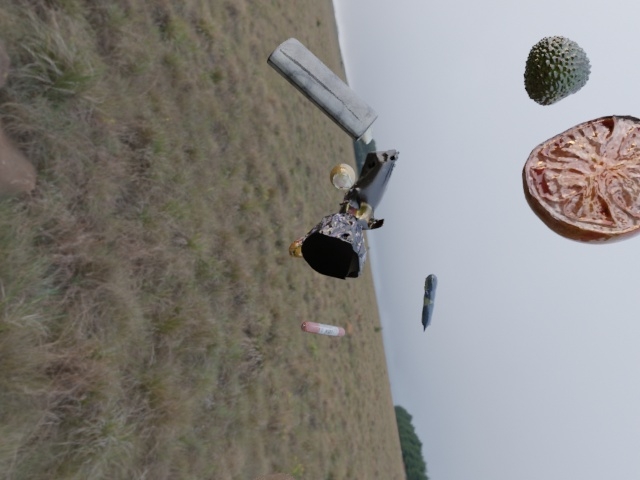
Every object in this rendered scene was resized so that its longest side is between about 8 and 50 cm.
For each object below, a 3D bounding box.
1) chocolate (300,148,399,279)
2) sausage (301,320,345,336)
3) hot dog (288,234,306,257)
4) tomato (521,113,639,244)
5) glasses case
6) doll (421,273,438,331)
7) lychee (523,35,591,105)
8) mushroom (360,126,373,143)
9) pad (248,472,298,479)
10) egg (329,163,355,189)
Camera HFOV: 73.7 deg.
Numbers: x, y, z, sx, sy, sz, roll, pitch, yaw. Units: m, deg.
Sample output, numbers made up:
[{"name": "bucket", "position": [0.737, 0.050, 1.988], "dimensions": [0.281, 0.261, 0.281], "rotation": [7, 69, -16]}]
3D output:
[{"name": "chocolate", "position": [0.040, -0.029, 0.431], "dimensions": [0.070, 0.072, 0.147], "rotation": [47, 53, -10]}, {"name": "sausage", "position": [0.011, 0.245, 1.177], "dimensions": [0.223, 0.029, 0.029], "rotation": [26, 51, -54]}, {"name": "hot dog", "position": [0.000, -0.002, 0.854], "dimensions": [0.062, 0.144, 0.038], "rotation": [-9, -79, 56]}, {"name": "tomato", "position": [0.472, -0.097, 0.732], "dimensions": [0.095, 0.237, 0.236], "rotation": [50, 30, -60]}, {"name": "glasses case", "position": [0.008, -0.382, 1.089], "dimensions": [0.114, 0.299, 0.060], "rotation": [-54, -173, -33]}, {"name": "doll", "position": [0.225, 0.130, 0.892], "dimensions": [0.037, 0.027, 0.125], "rotation": [-31, 128, -74]}, {"name": "lychee", "position": [0.599, -0.440, 1.095], "dimensions": [0.171, 0.171, 0.171], "rotation": [-9, 90, -84]}, {"name": "mushroom", "position": [0.084, -0.382, 1.296], "dimensions": [0.209, 0.071, 0.084], "rotation": [47, 31, 6]}, {"name": "pad", "position": [-0.138, 0.309, 0.470], "dimensions": [0.176, 0.266, 0.002], "rotation": [-32, -116, 61]}, {"name": "egg", "position": [0.069, -0.201, 1.331], "dimensions": [0.096, 0.080, 0.080], "rotation": [-79, 159, -55]}]
